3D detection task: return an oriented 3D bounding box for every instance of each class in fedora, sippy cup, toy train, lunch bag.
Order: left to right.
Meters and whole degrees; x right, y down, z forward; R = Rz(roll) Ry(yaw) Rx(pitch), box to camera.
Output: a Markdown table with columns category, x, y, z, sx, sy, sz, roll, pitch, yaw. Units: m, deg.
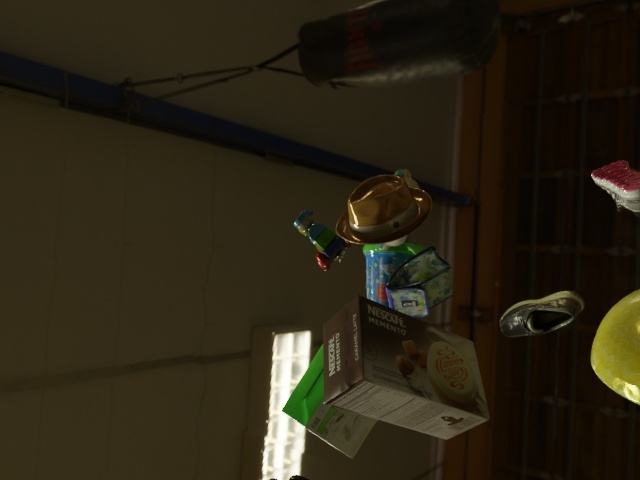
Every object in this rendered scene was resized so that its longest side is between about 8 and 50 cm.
| category | x | y | z | sx | sy | sz | roll | pitch | yaw |
| --- | --- | --- | --- | --- | --- | --- | --- | --- | --- |
| toy train | 0.000 | 0.000 | 1.514 | 0.105 | 0.143 | 0.248 | -46 | -8 | -6 |
| fedora | 0.114 | -0.070 | 1.061 | 0.194 | 0.194 | 0.079 | -52 | -47 | -39 |
| sippy cup | 0.249 | 0.134 | 1.841 | 0.305 | 0.240 | 0.224 | 37 | -121 | -72 |
| lunch bag | 0.221 | 0.106 | 1.266 | 0.151 | 0.096 | 0.128 | -28 | -40 | -7 |

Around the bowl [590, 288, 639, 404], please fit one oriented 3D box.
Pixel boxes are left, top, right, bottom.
| category | x | y | z | sx | sy | sz | roll | pitch | yaw |
| --- | --- | --- | --- | --- | --- | --- | --- | --- | --- |
| bowl | 0.574 | 0.132 | 0.845 | 0.289 | 0.290 | 0.156 | -29 | -62 | -50 |

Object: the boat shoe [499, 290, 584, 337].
| category | x | y | z | sx | sy | sz | roll | pitch | yaw |
| --- | --- | --- | --- | --- | --- | --- | --- | --- | --- |
| boat shoe | 0.506 | 0.184 | 1.303 | 0.080 | 0.223 | 0.073 | 54 | -134 | -1 |

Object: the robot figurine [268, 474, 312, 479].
| category | x | y | z | sx | sy | sz | roll | pitch | yaw |
| --- | --- | --- | --- | --- | --- | --- | --- | --- | --- |
| robot figurine | -0.058 | 0.651 | 1.169 | 0.174 | 0.209 | 0.278 | 13 | -129 | -22 |

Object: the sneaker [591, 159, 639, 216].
| category | x | y | z | sx | sy | sz | roll | pitch | yaw |
| --- | --- | --- | --- | --- | --- | --- | --- | --- | --- |
| sneaker | 0.528 | -0.087 | 0.965 | 0.074 | 0.063 | 0.170 | 60 | -166 | -16 |

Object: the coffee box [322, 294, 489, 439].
| category | x | y | z | sx | sy | sz | roll | pitch | yaw |
| --- | --- | --- | --- | --- | --- | --- | --- | --- | --- |
| coffee box | 0.130 | 0.200 | 0.859 | 0.247 | 0.098 | 0.141 | 25 | -138 | -25 |

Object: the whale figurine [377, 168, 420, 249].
| category | x | y | z | sx | sy | sz | roll | pitch | yaw |
| --- | --- | --- | --- | --- | --- | --- | --- | --- | --- |
| whale figurine | 0.166 | -0.085 | 1.424 | 0.272 | 0.141 | 0.216 | -63 | -11 | -81 |

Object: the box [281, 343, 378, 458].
| category | x | y | z | sx | sy | sz | roll | pitch | yaw |
| --- | --- | --- | --- | --- | --- | --- | --- | --- | --- |
| box | 0.063 | 0.439 | 1.572 | 0.231 | 0.127 | 0.262 | 44 | -109 | -35 |
